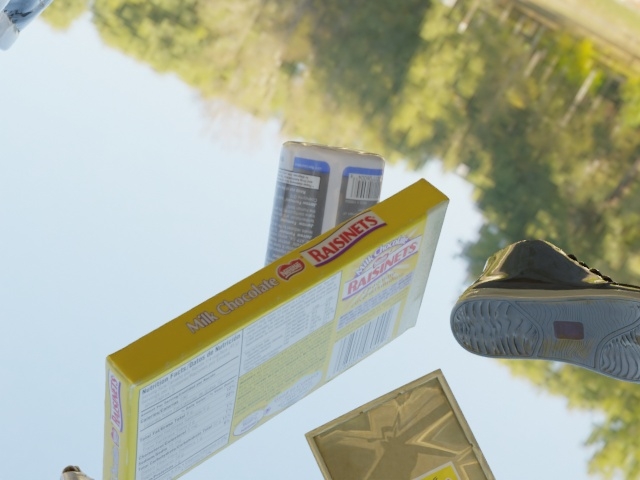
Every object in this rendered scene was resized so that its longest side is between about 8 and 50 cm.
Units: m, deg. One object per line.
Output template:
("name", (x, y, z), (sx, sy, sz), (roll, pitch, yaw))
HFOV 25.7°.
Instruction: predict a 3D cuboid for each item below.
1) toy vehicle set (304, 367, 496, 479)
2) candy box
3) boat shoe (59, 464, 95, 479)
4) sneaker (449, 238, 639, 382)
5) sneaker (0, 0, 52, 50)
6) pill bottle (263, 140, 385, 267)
("toy vehicle set", (0.111, 0.290, 1.486), (0.035, 0.166, 0.267), (70, 175, -73))
("candy box", (-0.021, 0.050, 0.714), (0.206, 0.105, 0.027), (-29, -124, -32))
("boat shoe", (-0.282, 0.274, 1.612), (0.100, 0.035, 0.035), (74, 176, -85))
("sneaker", (0.229, 0.048, 1.173), (0.222, 0.083, 0.118), (8, -149, 19))
("sneaker", (-0.173, -0.201, 0.783), (0.104, 0.147, 0.296), (39, 175, -5))
("pill bottle", (0.000, 0.000, 1.024), (0.078, 0.137, 0.078), (9, -174, -1))
